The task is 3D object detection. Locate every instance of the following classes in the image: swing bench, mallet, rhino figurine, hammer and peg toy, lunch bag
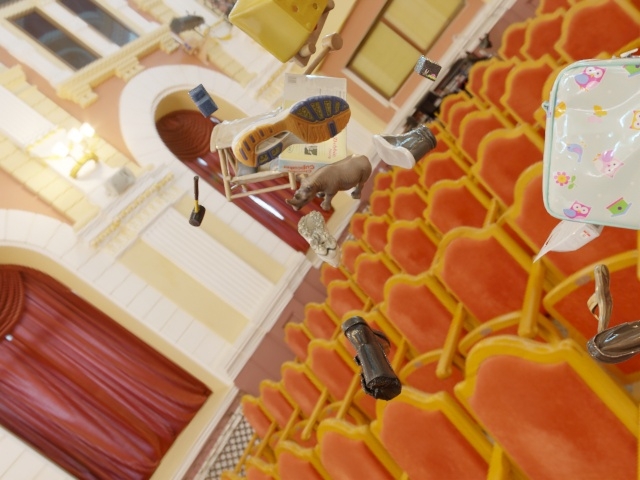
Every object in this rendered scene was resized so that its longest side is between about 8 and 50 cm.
[{"bbox_3d":[-0.204,-0.286,1.679,0.253,0.255,0.165,-9,19,18],"label":"swing bench"},{"bbox_3d":[-0.343,-0.104,1.399,0.190,0.039,0.062,110,172,-62],"label":"mallet"},{"bbox_3d":[0.019,-0.127,1.130,0.243,0.073,0.106,-23,-33,-33],"label":"rhino figurine"},{"bbox_3d":[-0.060,-0.700,1.653,0.127,0.361,0.266,2,65,48],"label":"hammer and peg toy"},{"bbox_3d":[0.482,-0.165,0.838,0.108,0.224,0.279,-32,-56,-50],"label":"lunch bag"}]

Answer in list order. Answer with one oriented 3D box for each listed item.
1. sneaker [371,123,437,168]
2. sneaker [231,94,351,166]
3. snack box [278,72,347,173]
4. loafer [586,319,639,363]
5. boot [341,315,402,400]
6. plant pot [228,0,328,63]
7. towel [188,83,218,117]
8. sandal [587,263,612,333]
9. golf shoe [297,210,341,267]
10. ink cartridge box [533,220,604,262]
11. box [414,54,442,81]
[{"bbox_3d":[0.290,-0.333,1.740,0.147,0.104,0.296,-34,28,-7],"label":"sneaker"},{"bbox_3d":[-0.077,-0.277,1.211,0.296,0.112,0.131,-22,28,-12],"label":"sneaker"},{"bbox_3d":[-0.019,-0.334,1.454,0.060,0.187,0.322,104,169,-62],"label":"snack box"},{"bbox_3d":[0.726,0.216,1.178,0.220,0.080,0.078,-19,-39,-3],"label":"loafer"},{"bbox_3d":[0.153,0.334,1.360,0.094,0.246,0.207,-30,50,9],"label":"boot"},{"bbox_3d":[-0.093,-0.661,1.428,0.187,0.212,0.212,14,75,58],"label":"plant pot"},{"bbox_3d":[-0.456,-0.543,1.985,0.067,0.119,0.029,-37,31,-5],"label":"towel"},{"bbox_3d":[0.693,0.146,1.272,0.049,0.180,0.072,-1,12,45],"label":"sandal"},{"bbox_3d":[0.000,0.000,1.204,0.069,0.086,0.176,-29,39,3],"label":"golf shoe"},{"bbox_3d":[0.576,-0.020,1.154,0.145,0.045,0.179,-45,-12,-33],"label":"ink cartridge box"},{"bbox_3d":[0.347,-0.557,1.646,0.083,0.062,0.052,-93,26,-60],"label":"box"}]
